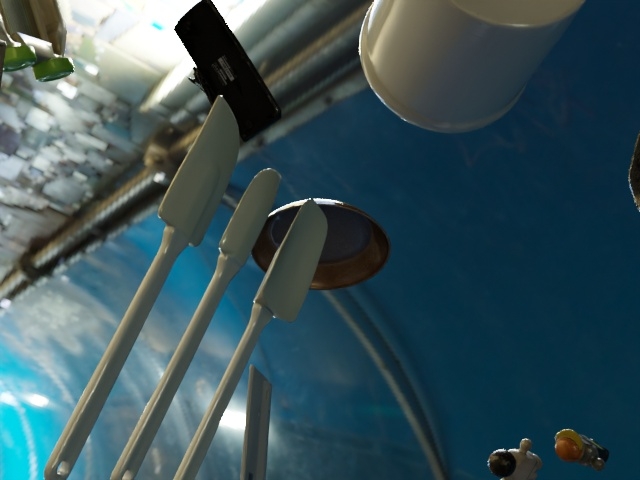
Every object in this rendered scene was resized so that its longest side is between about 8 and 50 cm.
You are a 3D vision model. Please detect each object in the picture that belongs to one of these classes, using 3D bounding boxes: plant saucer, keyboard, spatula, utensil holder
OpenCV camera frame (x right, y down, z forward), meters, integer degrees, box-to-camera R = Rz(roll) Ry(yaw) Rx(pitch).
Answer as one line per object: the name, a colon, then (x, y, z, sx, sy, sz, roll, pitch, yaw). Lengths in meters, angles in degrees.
plant saucer: (0.000, 0.000, 1.425, 0.198, 0.198, 0.036, -45, -148, 42)
keyboard: (-0.076, 0.267, 1.095, 0.072, 0.014, 0.256, 52, 38, -63)
spatula: (-0.072, 0.056, 0.631, 0.019, 0.168, 0.242, 13, -111, 29)
utensil holder: (0.261, -0.408, 1.733, 0.385, 0.327, 0.328, 116, -5, -71)
keyboard: (-0.131, -0.230, 1.386, 0.100, 0.192, 0.038, -30, -177, 28)

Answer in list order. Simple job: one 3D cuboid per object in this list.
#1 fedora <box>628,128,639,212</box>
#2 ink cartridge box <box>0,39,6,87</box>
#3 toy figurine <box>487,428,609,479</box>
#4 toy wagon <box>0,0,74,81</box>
fedora: (0.418, -0.101, 1.009, 0.334, 0.152, 0.334, 177, -90, -67)
ink cartridge box: (-0.409, -0.124, 0.915, 0.088, 0.234, 0.193, -29, 140, -60)
toy figurine: (0.391, 0.434, 1.717, 0.213, 0.148, 0.210, -19, -114, 35)
toy wagon: (-0.427, -0.347, 1.307, 0.068, 0.267, 0.344, -17, 180, 10)
